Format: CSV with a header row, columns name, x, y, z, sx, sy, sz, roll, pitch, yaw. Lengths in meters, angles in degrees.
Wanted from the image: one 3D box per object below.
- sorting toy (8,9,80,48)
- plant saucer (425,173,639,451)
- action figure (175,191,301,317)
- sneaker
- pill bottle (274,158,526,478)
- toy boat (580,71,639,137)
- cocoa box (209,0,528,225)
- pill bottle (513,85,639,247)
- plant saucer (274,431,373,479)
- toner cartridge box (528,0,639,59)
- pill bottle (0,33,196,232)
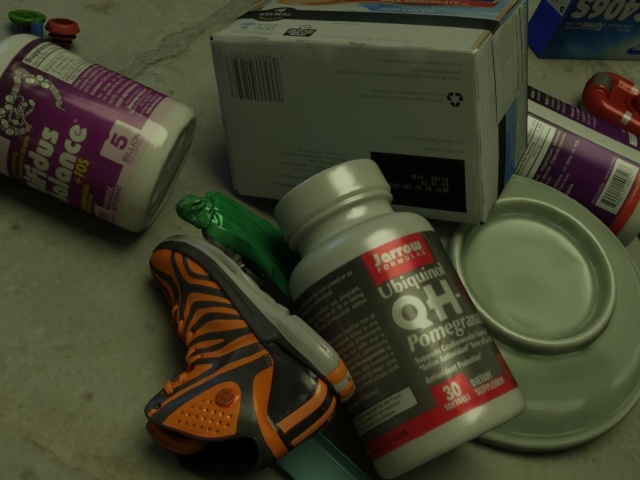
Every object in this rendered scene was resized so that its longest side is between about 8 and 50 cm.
name,x,y,z,sx,sy,sz,roll,pitch,yaw
sorting toy,-0.395,-0.295,1.325,0.102,0.042,0.061,12,27,3
plant saucer,0.249,0.057,1.166,0.401,0.100,0.400,6,58,-9
action figure,-0.076,0.011,1.077,0.232,0.063,0.137,38,28,-37
sneaker,-0.128,0.118,0.971,0.180,0.124,0.321,-41,44,-16
pill bottle,0.073,0.079,1.014,0.176,0.176,0.318,-17,73,-37
toy boat,0.592,-0.246,1.664,0.231,0.151,0.151,29,42,3
cocoa box,0.074,-0.187,1.200,0.347,0.231,0.228,8,34,24
pill bottle,0.331,-0.119,1.389,0.323,0.181,0.181,25,42,-1
plant saucer,0.004,0.248,0.986,0.192,0.018,0.067,40,44,14
toner cartridge box,0.582,-0.444,1.849,0.348,0.165,0.075,-6,52,-30
pill bottle,-0.315,-0.141,1.107,0.302,0.169,0.169,24,42,-1
